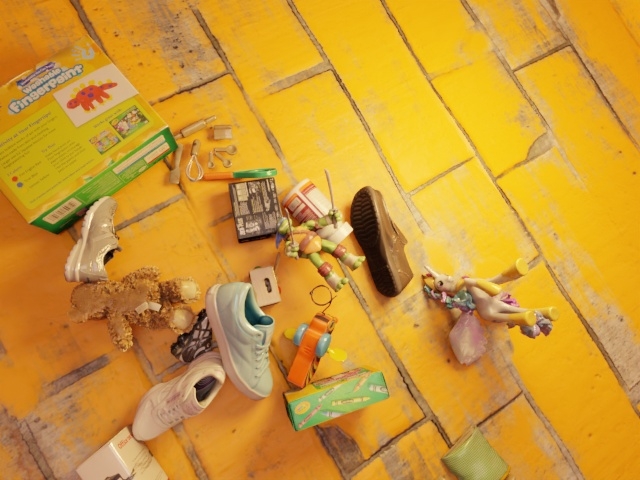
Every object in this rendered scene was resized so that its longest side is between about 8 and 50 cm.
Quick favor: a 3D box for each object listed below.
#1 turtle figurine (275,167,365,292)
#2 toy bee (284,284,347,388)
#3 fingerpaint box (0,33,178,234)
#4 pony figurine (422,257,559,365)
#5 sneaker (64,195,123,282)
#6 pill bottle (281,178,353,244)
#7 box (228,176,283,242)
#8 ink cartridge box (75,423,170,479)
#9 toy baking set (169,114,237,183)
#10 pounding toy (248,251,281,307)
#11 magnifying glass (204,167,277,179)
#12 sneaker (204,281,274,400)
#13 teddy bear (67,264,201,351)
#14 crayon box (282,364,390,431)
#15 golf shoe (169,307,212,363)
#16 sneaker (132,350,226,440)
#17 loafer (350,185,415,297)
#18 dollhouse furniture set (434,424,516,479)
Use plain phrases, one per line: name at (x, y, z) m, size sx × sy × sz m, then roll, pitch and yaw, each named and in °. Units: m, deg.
turtle figurine at (0.000, 0.000, 1.136) m, size 0.266 × 0.198 × 0.274 m, roll 41°, pitch 120°, yaw -1°
toy bee at (0.005, 0.285, 1.212) m, size 0.195 × 0.162 × 0.298 m, roll 42°, pitch 104°, yaw 18°
fingerpaint box at (-0.718, -0.302, 1.170) m, size 0.445 × 0.163 × 0.371 m, roll -42°, pitch 87°, yaw -13°
pony figurine at (0.514, 0.201, 1.250) m, size 0.303 × 0.363 × 0.351 m, roll -47°, pitch 106°, yaw -22°
sneaker at (-0.618, 0.002, 1.150) m, size 0.115 × 0.105 × 0.281 m, roll 14°, pitch 57°, yaw -18°
pill bottle at (-0.009, -0.080, 1.287) m, size 0.121 × 0.121 × 0.221 m, roll -44°, pitch 90°, yaw -15°
box at (-0.202, -0.095, 1.276) m, size 0.147 × 0.077 × 0.180 m, roll -11°, pitch 81°, yaw -13°
ink cartridge box at (-0.484, 0.616, 1.035) m, size 0.100 × 0.172 × 0.237 m, roll -36°, pitch 87°, yaw -14°
toy baking set at (-0.384, -0.290, 1.286) m, size 0.256 × 0.030 × 0.196 m, roll -27°, pitch 73°, yaw -8°
pounding toy at (-0.158, 0.122, 1.215) m, size 0.100 × 0.130 × 0.141 m, roll -13°, pitch 82°, yaw -13°
magnifying glass at (-0.254, -0.212, 1.295) m, size 0.231 × 0.092 × 0.026 m, roll -6°, pitch 108°, yaw -1°
sneaker at (-0.187, 0.282, 1.116) m, size 0.150 × 0.135 × 0.365 m, roll -14°, pitch 108°, yaw 21°
teddy bear at (-0.510, 0.182, 1.144) m, size 0.338 × 0.113 × 0.245 m, roll -12°, pitch 72°, yaw -14°
crayon box at (0.039, 0.446, 1.170) m, size 0.279 × 0.165 × 0.081 m, roll -14°, pitch 82°, yaw -13°
golf shoe at (-0.344, 0.271, 1.189) m, size 0.094 × 0.077 × 0.198 m, roll 43°, pitch 77°, yaw -17°
sneaker at (-0.383, 0.430, 1.090) m, size 0.305 × 0.152 × 0.114 m, roll -42°, pitch 110°, yaw -7°
loafer at (0.205, -0.002, 1.325) m, size 0.130 × 0.134 × 0.365 m, roll -17°, pitch 93°, yaw -37°
dollhouse furniture set at (0.455, 0.739, 1.198) m, size 0.301 × 0.151 × 0.197 m, roll -39°, pitch 88°, yaw -15°
